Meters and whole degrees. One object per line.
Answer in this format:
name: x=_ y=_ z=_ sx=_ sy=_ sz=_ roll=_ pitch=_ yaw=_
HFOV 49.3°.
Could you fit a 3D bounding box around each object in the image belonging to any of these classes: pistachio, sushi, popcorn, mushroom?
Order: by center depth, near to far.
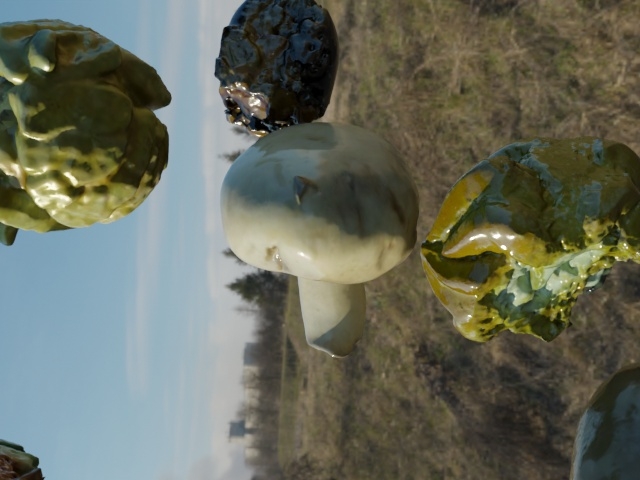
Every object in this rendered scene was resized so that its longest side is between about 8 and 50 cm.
popcorn: x=-0.223 y=-0.093 z=0.589 sx=0.167 sy=0.187 sz=0.186 roll=-13 pitch=-82 yaw=-63
pistachio: x=0.345 y=0.222 z=0.712 sx=0.260 sy=0.163 sz=0.213 roll=-34 pitch=-36 yaw=-53
mushroom: x=0.000 y=0.000 z=1.040 sx=0.314 sy=0.314 sz=0.336 roll=-92 pitch=0 yaw=-69
sushi: x=-0.078 y=-0.272 z=1.133 sx=0.200 sy=0.213 sz=0.204 roll=-61 pitch=-17 yaw=-16

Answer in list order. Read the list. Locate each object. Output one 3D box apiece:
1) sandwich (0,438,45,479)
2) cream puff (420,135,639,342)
sandwich: x=-0.402 y=0.272 z=0.721 sx=0.301 sy=0.250 sz=0.162 roll=120 pitch=134 yaw=-59
cream puff: x=0.287 y=-0.030 z=1.012 sx=0.323 sy=0.269 sz=0.274 roll=-57 pitch=20 yaw=36
